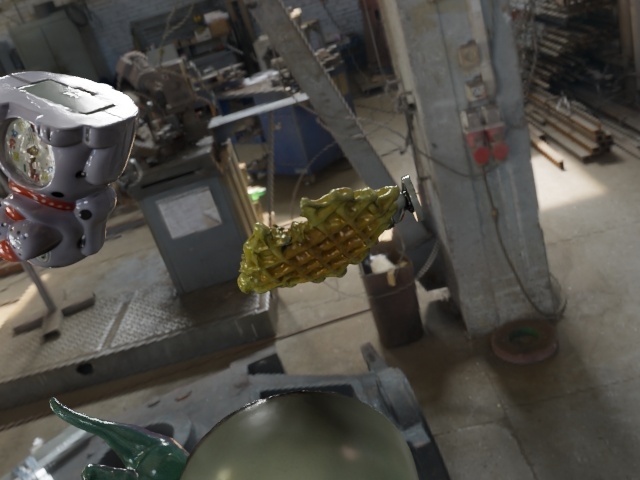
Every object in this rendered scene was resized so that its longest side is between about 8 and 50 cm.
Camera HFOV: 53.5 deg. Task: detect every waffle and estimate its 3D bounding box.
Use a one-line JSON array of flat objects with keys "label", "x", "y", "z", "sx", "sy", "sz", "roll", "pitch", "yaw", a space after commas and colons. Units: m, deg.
[{"label": "waffle", "x": 0.001, "y": 0.002, "z": 0.978, "sx": 0.250, "sy": 0.261, "sz": 0.056, "roll": -9, "pitch": 58, "yaw": -28}]

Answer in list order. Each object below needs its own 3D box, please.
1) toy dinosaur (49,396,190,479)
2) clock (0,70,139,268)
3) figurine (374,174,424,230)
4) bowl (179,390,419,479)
[{"label": "toy dinosaur", "x": -0.184, "y": 0.362, "z": 0.964, "sx": 0.331, "sy": 0.383, "sz": 0.129, "roll": -16, "pitch": -8, "yaw": -34}, {"label": "clock", "x": -0.343, "y": -0.070, "z": 0.824, "sx": 0.189, "sy": 0.253, "sz": 0.189, "roll": 14, "pitch": 25, "yaw": -7}, {"label": "figurine", "x": 0.122, "y": -0.062, "z": 1.544, "sx": 0.236, "sy": 0.133, "sz": 0.176, "roll": -20, "pitch": -18, "yaw": 4}, {"label": "bowl", "x": -0.015, "y": 0.392, "z": 0.815, "sx": 0.354, "sy": 0.353, "sz": 0.185, "roll": -20, "pitch": 17, "yaw": -6}]
